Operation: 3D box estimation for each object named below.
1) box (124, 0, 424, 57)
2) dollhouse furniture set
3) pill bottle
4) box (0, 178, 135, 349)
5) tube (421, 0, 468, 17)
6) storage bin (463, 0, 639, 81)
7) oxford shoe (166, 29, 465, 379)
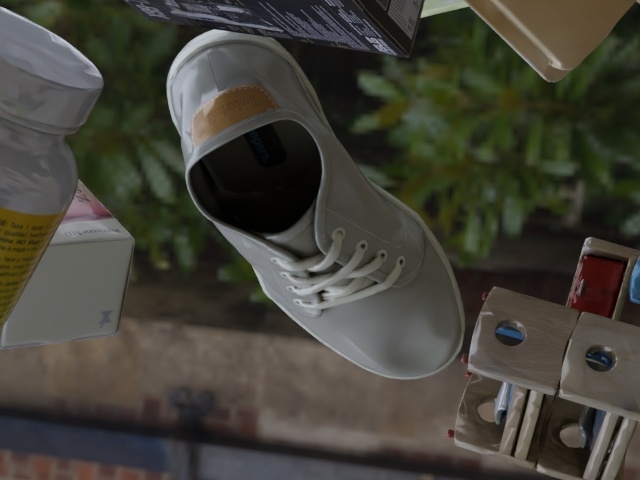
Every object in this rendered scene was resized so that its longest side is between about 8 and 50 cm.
[{"bbox_3d":[-0.081,-0.230,1.383,0.307,0.242,0.076,32,-109,-65],"label":"box"},{"bbox_3d":[0.180,0.058,1.334,0.129,0.129,0.183,93,-165,-58],"label":"dollhouse furniture set"},{"bbox_3d":[-0.314,-0.020,1.525,0.334,0.188,0.188,-58,-9,17],"label":"pill bottle"},{"bbox_3d":[-0.325,0.001,2.056,0.149,0.232,0.127,-6,-58,-34],"label":"box"},{"bbox_3d":[0.066,-0.314,1.823,0.240,0.062,0.070,58,172,-31],"label":"tube"},{"bbox_3d":[0.154,-0.138,0.758,0.260,0.262,0.123,37,-98,-41],"label":"storage bin"},{"bbox_3d":[0.000,0.000,1.707,0.449,0.169,0.130,55,-165,-40],"label":"oxford shoe"}]
